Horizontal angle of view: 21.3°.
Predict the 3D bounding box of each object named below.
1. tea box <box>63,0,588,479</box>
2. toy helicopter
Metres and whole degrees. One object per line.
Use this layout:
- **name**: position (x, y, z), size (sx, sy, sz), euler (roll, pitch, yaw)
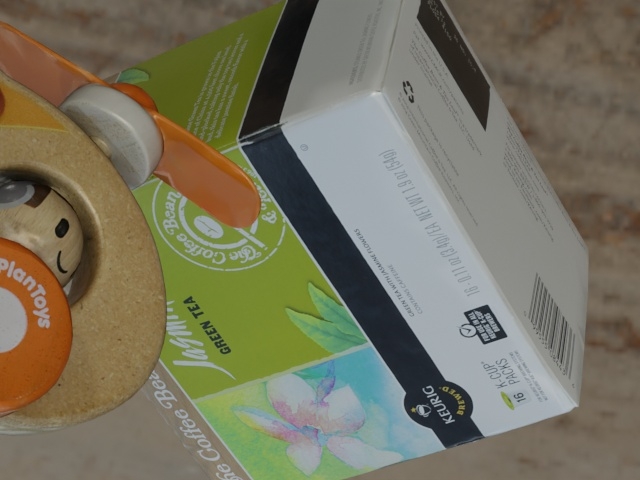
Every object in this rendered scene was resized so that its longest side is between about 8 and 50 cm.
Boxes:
- **tea box**: position (0.000, 0.000, 1.369), size (0.323, 0.220, 0.329), euler (-20, 121, 25)
- **toy helicopter**: position (-0.177, -0.076, 0.868), size (0.235, 0.355, 0.140), euler (-21, 177, -40)
